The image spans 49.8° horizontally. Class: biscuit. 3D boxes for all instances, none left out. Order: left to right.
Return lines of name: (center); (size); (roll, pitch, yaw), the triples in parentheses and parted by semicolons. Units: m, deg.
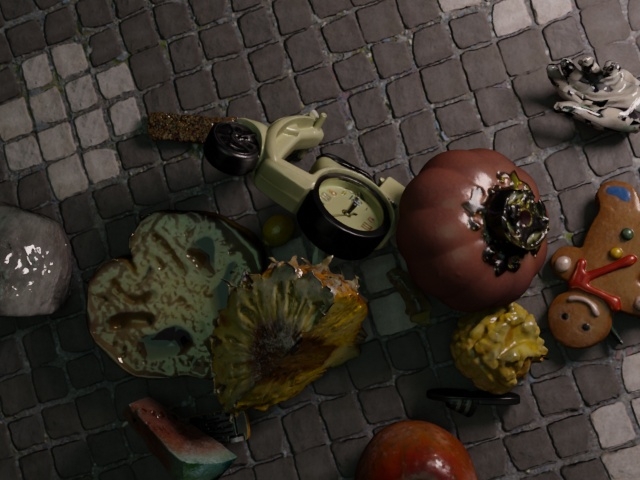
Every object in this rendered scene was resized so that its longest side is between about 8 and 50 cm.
biscuit: (-0.270, -0.236, 1.461); (0.199, 0.034, 0.064); (5, 88, 8)
biscuit: (0.540, 0.061, 1.298); (0.205, 0.049, 0.324); (37, 102, 26)

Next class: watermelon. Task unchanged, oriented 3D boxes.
watermelon: (-0.298, 0.380, 1.322); (0.241, 0.154, 0.094); (34, 90, 29)

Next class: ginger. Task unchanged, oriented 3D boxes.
ginger: (0.184, 0.112, 1.377); (0.057, 0.044, 0.137); (-32, 81, 23)

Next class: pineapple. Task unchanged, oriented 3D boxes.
pineapple: (-0.053, 0.152, 1.321); (0.344, 0.286, 0.209); (-48, 63, 18)

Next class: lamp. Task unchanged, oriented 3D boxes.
lamp: (0.288, -0.023, 1.246); (0.305, 0.239, 0.305); (5, 80, -28)

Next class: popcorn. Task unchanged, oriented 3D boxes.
popcorn: (0.338, 0.201, 1.305); (0.170, 0.180, 0.180); (32, 92, 41)

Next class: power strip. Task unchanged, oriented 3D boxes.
power strip: (0.000, 0.000, 1.405); (0.030, 0.047, 0.191); (6, 87, 2)

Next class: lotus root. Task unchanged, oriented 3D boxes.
lotus root: (-0.277, 0.121, 1.410); (0.390, 0.111, 0.375); (-37, 84, 1)

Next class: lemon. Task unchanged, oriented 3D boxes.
lemon: (-0.088, -0.019, 1.410); (0.062, 0.062, 0.083); (41, 80, 8)

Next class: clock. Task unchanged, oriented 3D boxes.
clock: (-0.014, -0.124, 1.321); (0.379, 0.276, 0.120); (40, 130, 4)

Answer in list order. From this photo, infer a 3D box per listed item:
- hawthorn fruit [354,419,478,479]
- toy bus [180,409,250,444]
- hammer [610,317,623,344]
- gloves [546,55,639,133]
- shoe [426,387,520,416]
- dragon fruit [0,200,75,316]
hawthorn fruit: (0.181, 0.468, 1.270); (0.235, 0.263, 0.231); (31, 115, -18)
toy bus: (-0.218, 0.383, 1.400); (0.162, 0.074, 0.069); (-13, 78, 9)
hammer: (0.651, 0.128, 1.312); (0.226, 0.041, 0.158); (7, 88, 8)
gloves: (0.528, -0.285, 1.323); (0.212, 0.111, 0.127); (30, 115, 5)
shoe: (0.296, 0.320, 1.338); (0.179, 0.071, 0.049); (2, 91, 4)
dragon fruit: (-0.669, 0.031, 1.417); (0.283, 0.204, 0.221); (14, 88, 8)
